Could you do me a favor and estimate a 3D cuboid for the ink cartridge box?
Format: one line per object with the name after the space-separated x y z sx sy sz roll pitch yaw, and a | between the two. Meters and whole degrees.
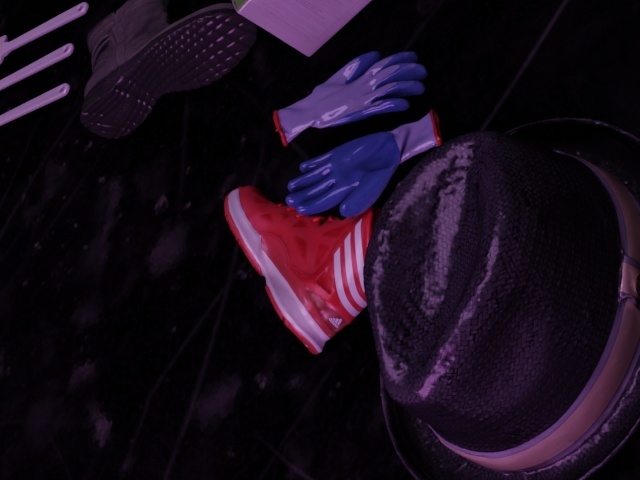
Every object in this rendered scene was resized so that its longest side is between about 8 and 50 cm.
0.018 -0.285 1.621 0.209 0.109 0.062 -40 47 23 | ink cartridge box

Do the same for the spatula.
-0.376 -0.196 2.037 0.242 0.019 0.168 -18 52 37 | spatula

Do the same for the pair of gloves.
0.034 -0.098 1.523 0.159 0.023 0.198 -25 42 11 | pair of gloves

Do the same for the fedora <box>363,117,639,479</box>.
0.129 0.037 1.306 0.334 0.152 0.334 -23 54 36 | fedora

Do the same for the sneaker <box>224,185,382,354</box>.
0.000 0.000 1.529 0.128 0.087 0.221 -35 47 4 | sneaker

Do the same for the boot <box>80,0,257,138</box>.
-0.176 -0.232 1.812 0.246 0.083 0.161 -29 45 30 | boot
